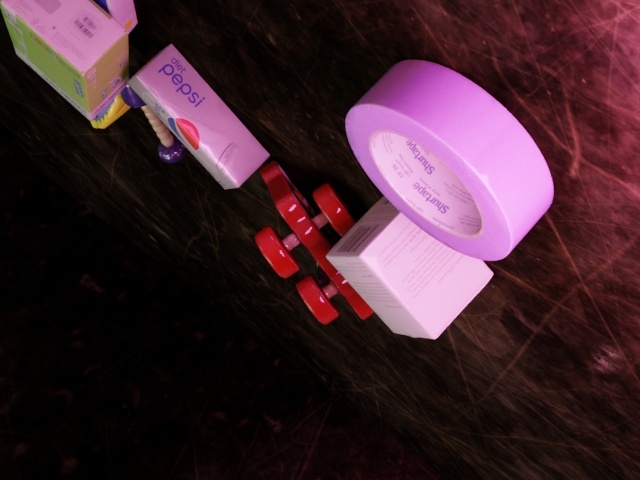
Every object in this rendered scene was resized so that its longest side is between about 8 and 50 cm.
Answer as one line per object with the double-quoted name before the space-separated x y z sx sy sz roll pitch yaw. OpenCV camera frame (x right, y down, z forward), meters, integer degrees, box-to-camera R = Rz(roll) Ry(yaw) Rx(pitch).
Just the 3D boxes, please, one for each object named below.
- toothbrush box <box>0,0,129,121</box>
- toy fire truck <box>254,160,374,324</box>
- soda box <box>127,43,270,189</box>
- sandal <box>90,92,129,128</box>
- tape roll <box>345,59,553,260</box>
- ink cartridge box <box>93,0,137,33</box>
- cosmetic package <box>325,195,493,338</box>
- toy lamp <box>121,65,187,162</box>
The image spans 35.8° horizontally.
"toothbrush box" -0.475 -0.370 1.868 0.206 0.122 0.283 42 165 0
"toy fire truck" 0.000 0.000 1.873 0.302 0.169 0.254 51 -173 -24
"soda box" -0.233 -0.232 1.901 0.286 0.098 0.091 49 163 -16
"sandal" -0.504 -0.337 2.268 0.138 0.126 0.317 53 161 -17
"tape roll" 0.163 -0.100 1.283 0.275 0.090 0.275 40 165 13
"ink cartridge box" -0.467 -0.510 1.821 0.303 0.072 0.307 41 167 6
"cosmetic package" 0.140 0.039 1.582 0.184 0.151 0.151 48 164 -14
"toy lamp" -0.367 -0.274 2.160 0.080 0.080 0.275 35 161 29
